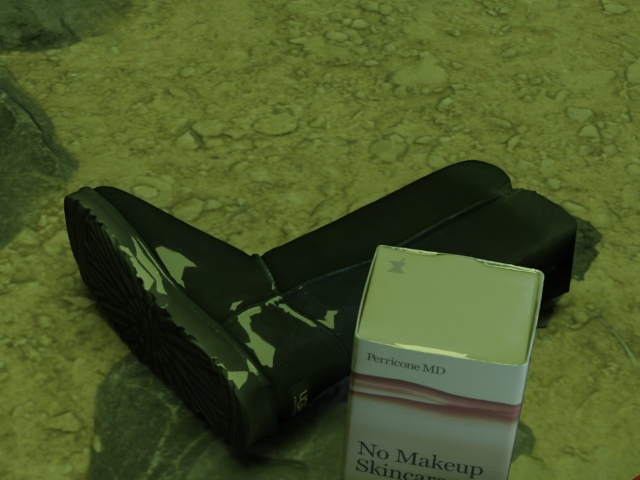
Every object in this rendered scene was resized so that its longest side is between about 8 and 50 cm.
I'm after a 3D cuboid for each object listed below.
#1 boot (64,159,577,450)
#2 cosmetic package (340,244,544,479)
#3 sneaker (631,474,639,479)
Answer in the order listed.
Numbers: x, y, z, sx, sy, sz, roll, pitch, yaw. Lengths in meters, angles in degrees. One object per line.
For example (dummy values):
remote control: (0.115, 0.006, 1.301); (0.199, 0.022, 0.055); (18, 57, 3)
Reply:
boot: (0.001, 0.002, 1.764); (0.445, 0.146, 0.367); (-27, 56, -27)
cosmetic package: (0.100, 0.164, 1.457); (0.153, 0.296, 0.129); (9, 39, 8)
sneaker: (0.335, 0.225, 1.578); (0.064, 0.067, 0.175); (32, 49, 28)
